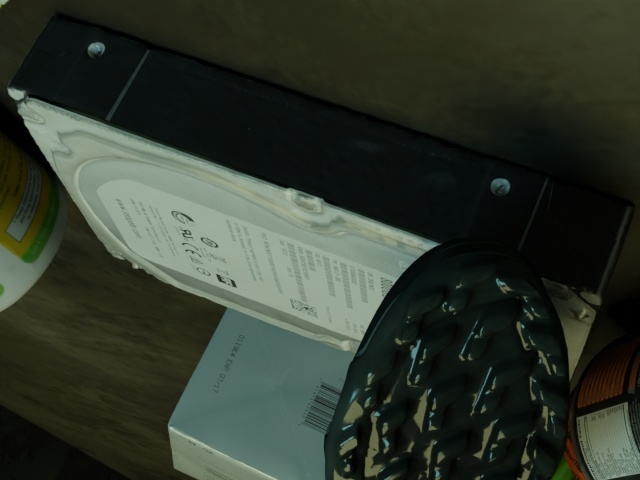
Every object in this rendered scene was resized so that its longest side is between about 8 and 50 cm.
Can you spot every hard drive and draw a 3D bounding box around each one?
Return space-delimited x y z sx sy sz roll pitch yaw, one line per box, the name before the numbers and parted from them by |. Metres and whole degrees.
hard drive | 0.000 0.000 0.674 0.339 0.064 0.237 19 159 13

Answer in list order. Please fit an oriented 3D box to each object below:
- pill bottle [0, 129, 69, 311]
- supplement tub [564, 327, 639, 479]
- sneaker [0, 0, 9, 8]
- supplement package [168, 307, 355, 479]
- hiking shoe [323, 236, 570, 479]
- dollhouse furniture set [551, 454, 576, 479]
pill bottle | -0.305 -0.057 0.776 0.136 0.136 0.245 8 153 39
supplement tub | 0.207 0.092 0.581 0.117 0.117 0.190 27 160 -4
sneaker | -0.172 -0.140 0.572 0.035 0.031 0.083 34 158 -21
supplement package | -0.045 0.155 0.990 0.134 0.139 0.244 25 161 3
hiking shoe | 0.054 0.111 0.590 0.113 0.132 0.304 4 125 -2
dollhouse furniture set | 0.112 0.213 0.723 0.151 0.197 0.301 36 -169 4
